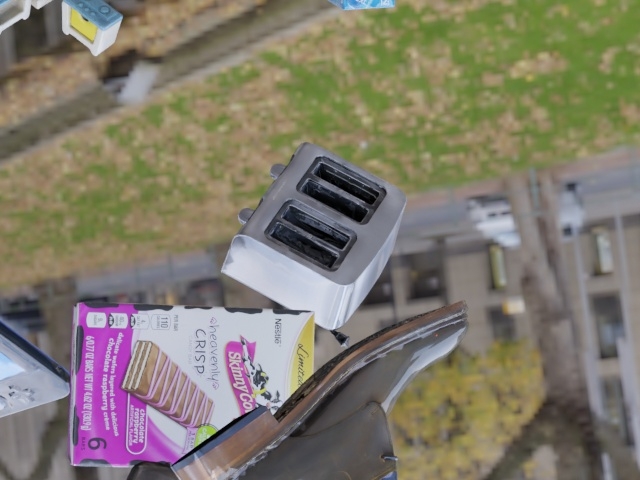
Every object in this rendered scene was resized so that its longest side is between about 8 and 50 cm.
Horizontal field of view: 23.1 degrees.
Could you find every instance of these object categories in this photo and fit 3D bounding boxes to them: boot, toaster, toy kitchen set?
[{"bbox_3d":[0.023,0.127,0.982,0.219,0.106,0.082,-31,178,-19],"label":"boot"},{"bbox_3d":[0.000,0.000,1.818,0.186,0.168,0.110,29,148,9],"label":"toaster"},{"bbox_3d":[-0.403,-0.308,2.164,0.207,0.166,0.122,-42,162,-34],"label":"toy kitchen set"}]

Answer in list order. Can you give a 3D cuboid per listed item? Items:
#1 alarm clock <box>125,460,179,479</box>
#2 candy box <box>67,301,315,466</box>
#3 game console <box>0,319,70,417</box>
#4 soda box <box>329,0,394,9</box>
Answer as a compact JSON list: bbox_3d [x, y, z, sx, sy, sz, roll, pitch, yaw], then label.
[{"bbox_3d":[-0.124,0.241,1.385,0.129,0.064,0.192,34,158,-25],"label":"alarm clock"},{"bbox_3d":[-0.126,0.142,1.531,0.234,0.159,0.071,2,176,-13],"label":"candy box"},{"bbox_3d":[-0.472,0.175,1.747,0.250,0.173,0.293,-19,133,35],"label":"game console"},{"bbox_3d":[0.052,-0.358,2.146,0.071,0.067,0.210,-4,-167,-5],"label":"soda box"}]
